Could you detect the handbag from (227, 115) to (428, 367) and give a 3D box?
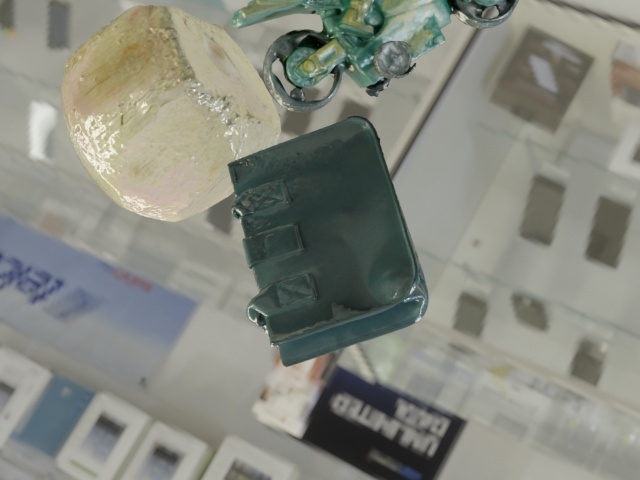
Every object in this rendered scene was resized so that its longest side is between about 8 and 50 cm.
[{"bbox_3d":[0.000,0.000,1.390,0.179,0.229,0.062,-20,145,4],"label":"handbag"}]

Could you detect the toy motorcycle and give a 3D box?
[{"bbox_3d":[0.054,-0.257,1.430,0.198,0.296,0.109,59,168,-7],"label":"toy motorcycle"}]

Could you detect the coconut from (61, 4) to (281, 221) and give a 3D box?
[{"bbox_3d":[-0.223,-0.175,1.955,0.297,0.254,0.297,50,-164,-20],"label":"coconut"}]
